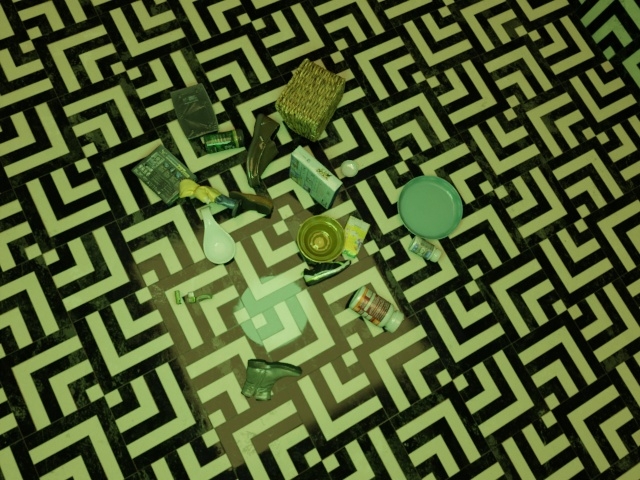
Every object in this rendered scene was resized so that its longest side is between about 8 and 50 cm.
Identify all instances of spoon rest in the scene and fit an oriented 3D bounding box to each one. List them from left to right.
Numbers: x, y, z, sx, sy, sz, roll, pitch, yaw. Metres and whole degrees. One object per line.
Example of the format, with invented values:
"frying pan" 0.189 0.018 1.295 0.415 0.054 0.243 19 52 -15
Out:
"spoon rest" -0.473 -0.029 1.889 0.137 0.084 0.276 -22 81 -9

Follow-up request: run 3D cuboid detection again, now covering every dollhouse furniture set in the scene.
"dollhouse furniture set" -0.545 0.234 1.831 0.152 0.076 0.058 -10 80 -7

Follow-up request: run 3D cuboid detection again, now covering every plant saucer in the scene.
"plant saucer" 0.520 -0.155 2.034 0.318 0.043 0.317 1 78 -6

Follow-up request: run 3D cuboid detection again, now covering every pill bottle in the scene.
"pill bottle" 0.247 0.305 1.872 0.221 0.121 0.121 34 77 2
"pill bottle" 0.486 0.042 1.972 0.137 0.078 0.078 28 77 1

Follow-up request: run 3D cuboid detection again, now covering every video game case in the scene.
"video game case" -0.028 -0.273 1.887 0.244 0.269 0.061 40 77 3

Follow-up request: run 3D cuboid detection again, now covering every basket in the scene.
"basket" -0.049 -0.647 1.992 0.223 0.213 0.299 28 78 4

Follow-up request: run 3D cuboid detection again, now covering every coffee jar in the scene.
"coffee jar" -0.444 -0.462 1.973 0.184 0.096 0.079 -14 79 -8

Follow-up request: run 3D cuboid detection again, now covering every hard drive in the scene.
"hard drive" -0.592 -0.604 2.009 0.172 0.054 0.254 -21 81 -9

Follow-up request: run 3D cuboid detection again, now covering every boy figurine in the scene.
"boy figurine" -0.490 -0.189 1.868 0.285 0.177 0.092 18 104 -3

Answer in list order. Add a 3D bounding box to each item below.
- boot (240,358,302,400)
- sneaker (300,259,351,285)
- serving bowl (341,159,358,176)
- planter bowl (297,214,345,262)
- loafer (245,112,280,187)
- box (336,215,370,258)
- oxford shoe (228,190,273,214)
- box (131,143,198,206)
"boot" -0.206 0.598 1.799 0.247 0.083 0.161 7 85 2
"sneaker" 0.025 0.119 1.907 0.235 0.084 0.097 -24 81 -10
"serving bowl" 0.138 -0.342 2.041 0.083 0.027 0.083 1 79 -5
"planter bowl" 0.000 0.000 1.926 0.217 0.090 0.217 1 78 -6
"loafer" -0.261 -0.416 1.962 0.130 0.134 0.365 10 78 -3
"box" 0.148 -0.012 1.968 0.105 0.043 0.179 25 75 0
"oxford shoe" -0.318 -0.185 1.954 0.212 0.076 0.076 21 47 2
"box" -0.706 -0.297 1.932 0.233 0.059 0.183 42 78 4
